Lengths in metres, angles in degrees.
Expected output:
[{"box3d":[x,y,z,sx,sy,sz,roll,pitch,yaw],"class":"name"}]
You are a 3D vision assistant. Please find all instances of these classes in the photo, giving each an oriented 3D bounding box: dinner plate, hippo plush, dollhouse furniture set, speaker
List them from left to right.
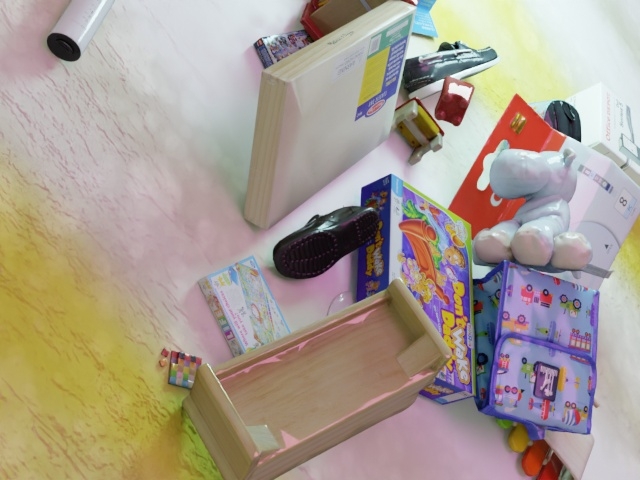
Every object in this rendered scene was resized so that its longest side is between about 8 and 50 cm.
[{"box3d":[-0.353,-0.328,1.382,0.055,0.055,0.136,37,49,-25],"class":"speaker"},{"box3d":[0.068,0.151,1.582,0.141,0.017,0.141,19,60,-37],"class":"dinner plate"},{"box3d":[0.156,-0.357,1.768,0.374,0.201,0.152,49,33,-20],"class":"dollhouse furniture set"},{"box3d":[0.431,-0.061,1.759,0.294,0.234,0.237,7,85,-16],"class":"hippo plush"}]

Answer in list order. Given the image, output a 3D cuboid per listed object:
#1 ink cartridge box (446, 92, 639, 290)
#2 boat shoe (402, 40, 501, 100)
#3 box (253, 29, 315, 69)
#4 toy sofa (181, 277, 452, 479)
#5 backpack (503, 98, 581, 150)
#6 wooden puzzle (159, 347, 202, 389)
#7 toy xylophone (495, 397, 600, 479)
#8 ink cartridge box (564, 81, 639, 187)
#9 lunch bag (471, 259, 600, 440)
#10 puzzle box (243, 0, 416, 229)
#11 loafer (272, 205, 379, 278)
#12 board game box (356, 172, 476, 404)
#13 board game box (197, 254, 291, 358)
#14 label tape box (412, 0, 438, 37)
[{"box3d":[0.473,-0.071,1.919,0.385,0.091,0.308,37,79,-28],"class":"ink cartridge box"},{"box3d":[0.276,-0.374,1.957,0.302,0.114,0.091,-31,99,-47],"class":"boat shoe"},{"box3d":[-0.050,-0.329,1.689,0.137,0.027,0.094,-25,90,-47],"class":"box"},{"box3d":[-0.006,0.210,1.343,0.362,0.177,0.150,-22,66,-28],"class":"toy sofa"},{"box3d":[0.492,-0.214,2.052,0.165,0.144,0.189,8,91,-39],"class":"backpack"},{"box3d":[-0.193,0.185,1.325,0.083,0.006,0.049,22,57,-35],"class":"wooden puzzle"},{"box3d":[0.427,0.326,1.789,0.236,0.081,0.323,-39,99,-46],"class":"toy xylophone"},{"box3d":[0.728,-0.230,2.313,0.272,0.114,0.198,31,52,-29],"class":"ink cartridge box"},{"box3d":[0.379,0.215,1.680,0.220,0.138,0.293,17,62,-22],"class":"lunch bag"},{"box3d":[0.022,-0.219,1.557,0.052,0.272,0.409,26,39,21],"class":"puzzle box"},{"box3d":[0.000,0.000,1.558,0.220,0.078,0.080,-23,119,-36],"class":"loafer"},{"box3d":[0.170,0.086,1.646,0.233,0.078,0.347,28,52,-37],"class":"board game box"},{"box3d":[-0.111,0.110,1.423,0.103,0.026,0.154,-25,89,-47],"class":"board game box"},{"box3d":[0.163,-0.623,1.969,0.249,0.115,0.348,1,69,-43],"class":"label tape box"}]
